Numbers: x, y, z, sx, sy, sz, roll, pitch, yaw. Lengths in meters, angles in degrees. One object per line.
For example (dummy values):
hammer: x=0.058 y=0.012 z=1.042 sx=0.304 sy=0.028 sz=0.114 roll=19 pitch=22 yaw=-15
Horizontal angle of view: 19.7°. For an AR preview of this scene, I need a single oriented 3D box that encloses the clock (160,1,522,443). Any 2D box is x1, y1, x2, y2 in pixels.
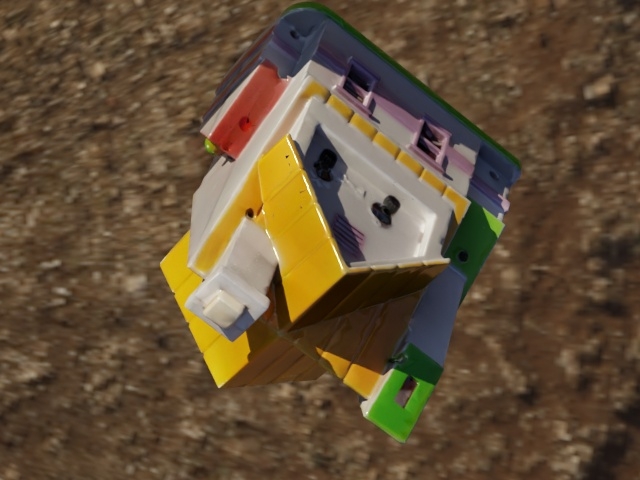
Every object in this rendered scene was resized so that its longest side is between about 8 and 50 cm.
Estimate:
clock: x=0.000 y=0.000 z=1.376 sx=0.235 sy=0.166 sz=0.309 roll=38 pitch=35 yaw=-13
